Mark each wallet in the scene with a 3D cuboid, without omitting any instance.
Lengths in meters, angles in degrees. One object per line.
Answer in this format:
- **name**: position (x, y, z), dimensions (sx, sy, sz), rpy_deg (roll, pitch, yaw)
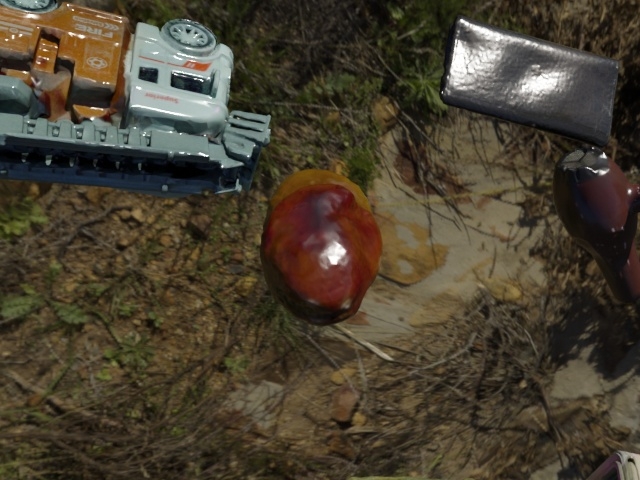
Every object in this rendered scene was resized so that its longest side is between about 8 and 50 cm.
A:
- **wallet**: position (0.369, -0.279, 1.189), dimensions (0.321, 0.044, 0.170), rpy_deg (13, 80, -7)

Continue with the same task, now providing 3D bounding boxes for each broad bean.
- **broad bean**: position (0.002, -0.001, 0.860), dimensions (0.156, 0.122, 0.228), rpy_deg (4, 56, 4)

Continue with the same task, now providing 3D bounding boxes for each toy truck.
- **toy truck**: position (-0.212, -0.117, 0.601), dimensions (0.184, 0.338, 0.133), rpy_deg (-101, 27, -43)

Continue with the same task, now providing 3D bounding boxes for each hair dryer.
- **hair dryer**: position (0.571, -0.040, 1.083), dimensions (0.340, 0.312, 0.123), rpy_deg (-14, 33, 43)

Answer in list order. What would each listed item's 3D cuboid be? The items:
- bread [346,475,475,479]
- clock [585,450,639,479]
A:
- **bread**: position (0.083, 0.364, 0.640), dimensions (0.238, 0.196, 0.252), rpy_deg (-20, 80, 37)
- **clock**: position (0.245, 0.282, 0.521), dimensions (0.071, 0.147, 0.192), rpy_deg (14, 45, -1)
